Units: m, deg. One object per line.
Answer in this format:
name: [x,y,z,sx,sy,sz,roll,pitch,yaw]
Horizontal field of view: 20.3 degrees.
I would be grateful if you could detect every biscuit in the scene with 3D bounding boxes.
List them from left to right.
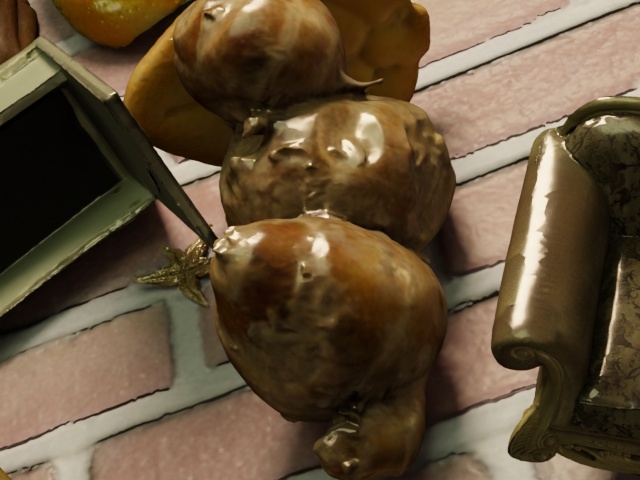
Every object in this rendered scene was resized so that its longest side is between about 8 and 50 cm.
biscuit: [-0.034,-0.135,1.439,0.260,0.203,0.041,-17,47,-8]

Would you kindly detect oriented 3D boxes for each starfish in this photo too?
starfish: [-0.114,0.026,1.486,0.092,0.016,0.086,-15,45,9]

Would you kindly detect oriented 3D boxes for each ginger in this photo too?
ginger: [0.000,0.000,1.312,0.176,0.256,0.375,-23,57,28]

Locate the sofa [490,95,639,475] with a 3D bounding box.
sofa: [0.244,0.035,1.124,0.258,0.182,0.200,10,55,11]

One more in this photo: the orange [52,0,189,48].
orange: [-0.179,-0.342,1.753,0.262,0.196,0.335,-36,49,15]

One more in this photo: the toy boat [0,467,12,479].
toy boat: [-0.335,0.159,1.396,0.321,0.121,0.089,32,82,24]

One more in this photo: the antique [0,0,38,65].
antique: [-0.360,-0.180,1.715,0.121,0.143,0.257,-3,53,24]

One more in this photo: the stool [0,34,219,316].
stool: [-0.246,-0.010,1.427,0.243,0.170,0.269,-38,25,-7]
